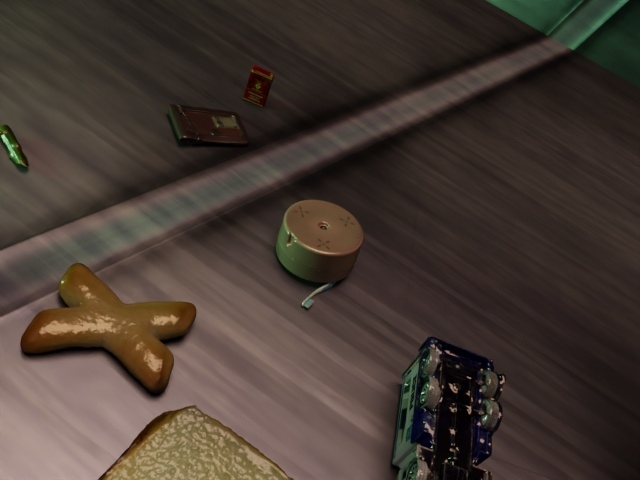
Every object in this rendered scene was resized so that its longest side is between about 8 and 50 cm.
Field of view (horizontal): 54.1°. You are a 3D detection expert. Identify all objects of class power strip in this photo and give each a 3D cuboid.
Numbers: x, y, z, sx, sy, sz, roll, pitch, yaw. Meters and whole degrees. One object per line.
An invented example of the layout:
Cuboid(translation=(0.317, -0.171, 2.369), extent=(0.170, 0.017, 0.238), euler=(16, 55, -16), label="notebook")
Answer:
Cuboid(translation=(0.000, 0.000, 1.135), extent=(0.154, 0.078, 0.154), euler=(11, 39, -9), label="power strip")

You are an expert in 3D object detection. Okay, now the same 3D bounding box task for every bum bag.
Cuboid(translation=(-0.232, -0.237, 1.306), extent=(0.159, 0.026, 0.109), euler=(0, 49, -32), label="bum bag")

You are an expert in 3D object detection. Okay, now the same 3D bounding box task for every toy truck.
Cuboid(translation=(0.170, 0.288, 0.893), extent=(0.124, 0.155, 0.268), euler=(22, 46, -4), label="toy truck")

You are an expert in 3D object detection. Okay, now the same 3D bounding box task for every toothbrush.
Cuboid(translation=(0.017, 0.075, 1.126), extent=(0.017, 0.014, 0.162), euler=(27, 41, 22), label="toothbrush")

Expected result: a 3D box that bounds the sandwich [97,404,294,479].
Cuboid(translation=(-0.165, 0.339, 0.731), extent=(0.226, 0.087, 0.251), euler=(36, 41, 8), label="sandwich")

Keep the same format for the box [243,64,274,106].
Cuboid(translation=(-0.139, -0.346, 1.408), extent=(0.051, 0.082, 0.023), euler=(22, 43, -4), label="box")

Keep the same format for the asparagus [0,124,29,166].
Cuboid(translation=(-0.532, -0.159, 1.087), extent=(0.025, 0.021, 0.108), euler=(-21, 60, -33), label="asparagus")

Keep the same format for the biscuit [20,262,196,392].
Cuboid(translation=(-0.298, 0.120, 0.909), extent=(0.207, 0.047, 0.164), euler=(20, 42, -6), label="biscuit")
